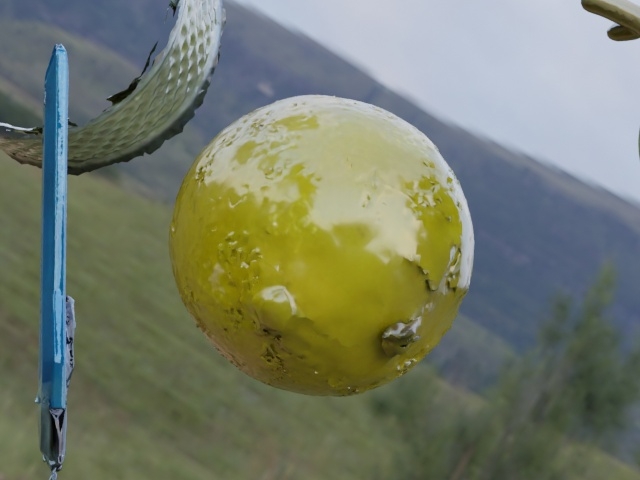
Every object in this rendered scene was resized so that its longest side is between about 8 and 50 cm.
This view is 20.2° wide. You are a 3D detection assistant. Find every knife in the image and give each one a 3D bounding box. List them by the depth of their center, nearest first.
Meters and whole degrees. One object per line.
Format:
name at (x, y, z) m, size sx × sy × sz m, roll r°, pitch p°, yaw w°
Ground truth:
knife at (-0.175, 0.013, 1.195) m, size 0.026 × 0.296 × 0.044 m, roll 1°, pitch -8°, yaw -8°

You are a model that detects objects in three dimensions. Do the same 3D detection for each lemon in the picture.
lemon at (0.000, 0.000, 1.039) m, size 0.173 × 0.173 × 0.206 m, roll 36°, pitch 10°, yaw -20°

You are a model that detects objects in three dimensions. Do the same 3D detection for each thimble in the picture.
thimble at (-0.220, -0.195, 1.487) m, size 0.271 × 0.271 × 0.150 m, roll 31°, pitch -1°, yaw 9°

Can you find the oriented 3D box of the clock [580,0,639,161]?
clock at (0.279, -0.050, 1.003) m, size 0.308 × 0.096 × 0.235 m, roll 41°, pitch -24°, yaw -4°
